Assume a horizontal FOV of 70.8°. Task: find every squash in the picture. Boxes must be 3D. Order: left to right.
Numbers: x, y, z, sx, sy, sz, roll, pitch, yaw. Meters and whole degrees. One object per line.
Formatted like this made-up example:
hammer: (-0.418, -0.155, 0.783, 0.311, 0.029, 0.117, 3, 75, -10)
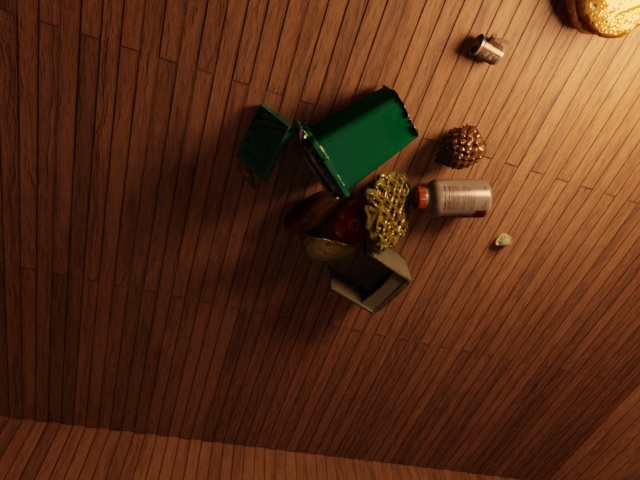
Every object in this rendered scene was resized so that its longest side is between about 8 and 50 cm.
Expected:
squash: (0.000, 0.000, 1.820, 0.236, 0.155, 0.204, 15, 139, -34)

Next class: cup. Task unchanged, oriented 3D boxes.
cup: (0.588, -0.670, 1.557, 0.099, 0.074, 0.102, 19, 138, -18)

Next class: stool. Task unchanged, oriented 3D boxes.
stool: (0.209, 0.143, 1.951, 0.269, 0.170, 0.244, 32, 118, -22)

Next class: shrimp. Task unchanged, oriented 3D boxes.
shrimp: (-0.264, -0.261, 1.757, 0.090, 0.025, 0.127, -17, 118, 3)

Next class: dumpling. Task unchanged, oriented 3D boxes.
dumpling: (0.818, -0.004, 2.008, 0.077, 0.043, 0.060, -3, 106, 15)

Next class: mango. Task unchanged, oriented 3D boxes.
mango: (-0.029, -0.110, 1.820, 0.267, 0.111, 0.133, -32, 102, 14)

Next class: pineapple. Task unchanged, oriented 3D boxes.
pineapple: (0.521, -0.345, 1.708, 0.193, 0.166, 0.166, -28, 120, 10)

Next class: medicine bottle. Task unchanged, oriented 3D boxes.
medicine bottle: (0.522, -0.168, 1.811, 0.288, 0.157, 0.157, -1, 121, -5)

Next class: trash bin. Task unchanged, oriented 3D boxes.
trash bin: (0.119, -0.374, 1.606, 0.381, 0.259, 0.295, -32, 119, 6)

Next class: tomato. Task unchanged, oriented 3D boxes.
tomato: (0.136, -0.074, 1.798, 0.136, 0.195, 0.195, 28, 122, 21)

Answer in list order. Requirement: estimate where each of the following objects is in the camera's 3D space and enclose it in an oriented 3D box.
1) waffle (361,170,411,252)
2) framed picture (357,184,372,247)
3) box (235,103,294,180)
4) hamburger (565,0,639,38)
waffle: (0.270, -0.114, 1.763, 0.297, 0.073, 0.318, -27, 114, -42)
framed picture: (0.217, -0.084, 1.916, 0.216, 0.016, 0.274, 22, 117, -17)
box: (-0.205, -0.356, 1.642, 0.161, 0.042, 0.227, 41, 117, 20)
hamburger: (0.943, -0.826, 1.446, 0.289, 0.170, 0.314, -24, 119, 6)
